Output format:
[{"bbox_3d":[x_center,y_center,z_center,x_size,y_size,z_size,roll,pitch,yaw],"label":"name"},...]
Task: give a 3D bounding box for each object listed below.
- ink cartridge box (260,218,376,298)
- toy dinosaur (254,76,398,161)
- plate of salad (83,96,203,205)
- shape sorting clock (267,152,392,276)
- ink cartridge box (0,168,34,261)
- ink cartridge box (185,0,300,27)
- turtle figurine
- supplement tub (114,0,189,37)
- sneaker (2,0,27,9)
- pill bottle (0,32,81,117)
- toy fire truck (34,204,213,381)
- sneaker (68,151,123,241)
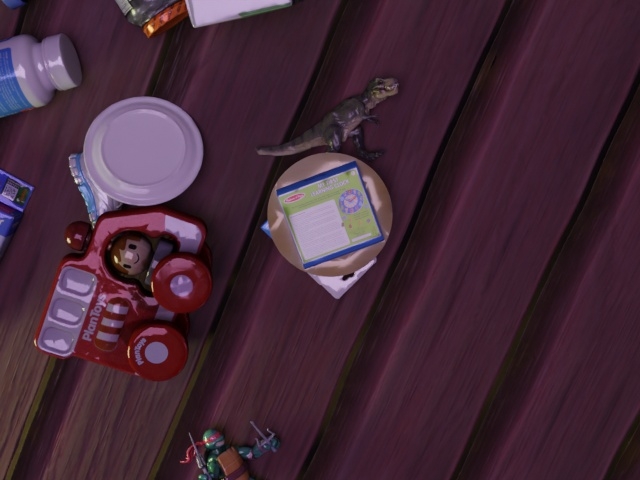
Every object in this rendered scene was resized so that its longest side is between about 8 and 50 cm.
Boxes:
[{"bbox_3d":[0.000,0.000,1.819,0.181,0.061,0.104,44,100,-4],"label":"ink cartridge box"},{"bbox_3d":[0.033,-0.171,1.789,0.268,0.064,0.118,-30,92,13],"label":"toy dinosaur"},{"bbox_3d":[-0.299,-0.149,1.801,0.200,0.048,0.199,2,73,-5],"label":"plate of salad"},{"bbox_3d":[0.016,-0.043,1.759,0.206,0.040,0.206,0,98,1],"label":"shape sorting clock"},{"bbox_3d":[-0.653,0.002,1.872,0.186,0.065,0.311,29,100,-2],"label":"ink cartridge box"},{"bbox_3d":[-0.117,-0.400,1.675,0.160,0.219,0.092,-11,103,7],"label":"ink cartridge box"},{"bbox_3d":[-0.147,0.408,1.884,0.175,0.118,0.234,-34,100,-31],"label":"turtle figurine"},{"bbox_3d":[-0.295,-0.434,1.733,0.117,0.117,0.190,-33,97,9],"label":"supplement tub"},{"bbox_3d":[-0.503,-0.504,1.754,0.091,0.081,0.232,-9,99,13],"label":"sneaker"},{"bbox_3d":[-0.520,-0.273,1.777,0.222,0.124,0.124,-13,99,8],"label":"pill bottle"},{"bbox_3d":[-0.322,0.081,1.782,0.254,0.169,0.302,18,102,-10],"label":"toy fire truck"},{"bbox_3d":[-0.362,-0.072,1.832,0.083,0.071,0.190,-21,99,2],"label":"sneaker"}]
